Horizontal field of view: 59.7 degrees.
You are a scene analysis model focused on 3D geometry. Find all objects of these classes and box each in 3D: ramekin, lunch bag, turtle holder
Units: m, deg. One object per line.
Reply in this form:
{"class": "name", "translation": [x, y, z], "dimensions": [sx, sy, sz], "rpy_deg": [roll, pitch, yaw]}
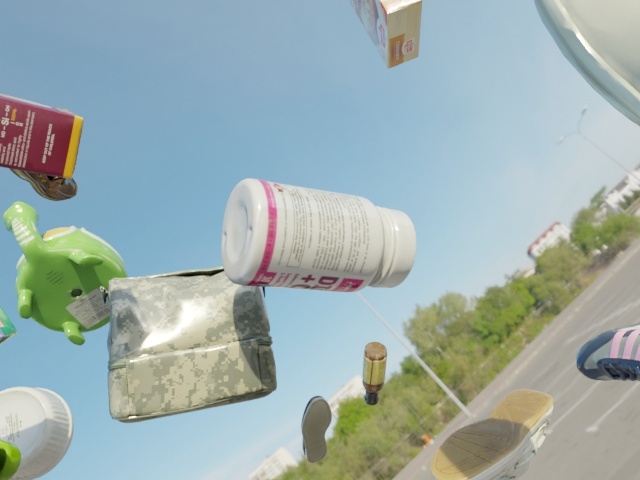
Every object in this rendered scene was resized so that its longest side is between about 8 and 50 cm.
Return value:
{"class": "ramekin", "translation": [-0.675, 0.428, 1.249], "dimensions": [0.207, 0.207, 0.109], "rpy_deg": [-37, -19, -18]}
{"class": "lunch bag", "translation": [-0.236, 0.176, 1.030], "dimensions": [0.304, 0.256, 0.212], "rpy_deg": [-6, -10, -14]}
{"class": "turtle holder", "translation": [-0.620, 0.074, 1.329], "dimensions": [0.320, 0.227, 0.243], "rpy_deg": [25, -75, -38]}

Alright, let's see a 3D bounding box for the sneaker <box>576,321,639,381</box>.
{"class": "sneaker", "translation": [0.644, 0.243, 1.114], "dimensions": [0.319, 0.112, 0.131], "rpy_deg": [-44, 11, 51]}

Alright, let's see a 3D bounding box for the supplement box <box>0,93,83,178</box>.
{"class": "supplement box", "translation": [-0.399, -0.138, 0.670], "dimensions": [0.188, 0.104, 0.081], "rpy_deg": [9, -79, -36]}

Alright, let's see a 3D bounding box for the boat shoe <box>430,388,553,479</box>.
{"class": "boat shoe", "translation": [0.278, 0.327, 0.857], "dimensions": [0.277, 0.098, 0.096], "rpy_deg": [-17, -76, -37]}

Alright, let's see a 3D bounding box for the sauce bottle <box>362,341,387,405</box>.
{"class": "sauce bottle", "translation": [0.092, 0.235, 0.972], "dimensions": [0.042, 0.042, 0.128], "rpy_deg": [-28, -45, -37]}

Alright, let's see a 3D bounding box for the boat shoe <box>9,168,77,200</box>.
{"class": "boat shoe", "translation": [-0.490, -0.119, 1.013], "dimensions": [0.060, 0.064, 0.178], "rpy_deg": [-1, -19, 6]}

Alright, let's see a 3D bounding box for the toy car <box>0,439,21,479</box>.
{"class": "toy car", "translation": [-0.439, 0.325, 0.630], "dimensions": [0.148, 0.189, 0.155], "rpy_deg": [-22, -30, 0]}

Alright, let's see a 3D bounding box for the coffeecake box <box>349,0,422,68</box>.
{"class": "coffeecake box", "translation": [0.114, -0.436, 1.018], "dimensions": [0.068, 0.186, 0.142], "rpy_deg": [-23, -23, -3]}

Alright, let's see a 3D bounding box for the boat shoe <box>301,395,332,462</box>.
{"class": "boat shoe", "translation": [-0.020, 0.436, 1.320], "dimensions": [0.075, 0.065, 0.206], "rpy_deg": [-11, -57, -19]}

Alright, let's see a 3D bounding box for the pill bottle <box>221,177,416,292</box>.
{"class": "pill bottle", "translation": [0.000, 0.000, 0.885], "dimensions": [0.282, 0.160, 0.160], "rpy_deg": [6, -45, -27]}

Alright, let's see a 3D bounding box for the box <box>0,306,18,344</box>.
{"class": "box", "translation": [-0.626, 0.168, 0.954], "dimensions": [0.179, 0.105, 0.043], "rpy_deg": [-35, -1, 5]}

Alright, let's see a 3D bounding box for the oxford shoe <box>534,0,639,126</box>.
{"class": "oxford shoe", "translation": [0.310, -0.092, 0.316], "dimensions": [0.169, 0.449, 0.130], "rpy_deg": [-31, -29, -9]}
